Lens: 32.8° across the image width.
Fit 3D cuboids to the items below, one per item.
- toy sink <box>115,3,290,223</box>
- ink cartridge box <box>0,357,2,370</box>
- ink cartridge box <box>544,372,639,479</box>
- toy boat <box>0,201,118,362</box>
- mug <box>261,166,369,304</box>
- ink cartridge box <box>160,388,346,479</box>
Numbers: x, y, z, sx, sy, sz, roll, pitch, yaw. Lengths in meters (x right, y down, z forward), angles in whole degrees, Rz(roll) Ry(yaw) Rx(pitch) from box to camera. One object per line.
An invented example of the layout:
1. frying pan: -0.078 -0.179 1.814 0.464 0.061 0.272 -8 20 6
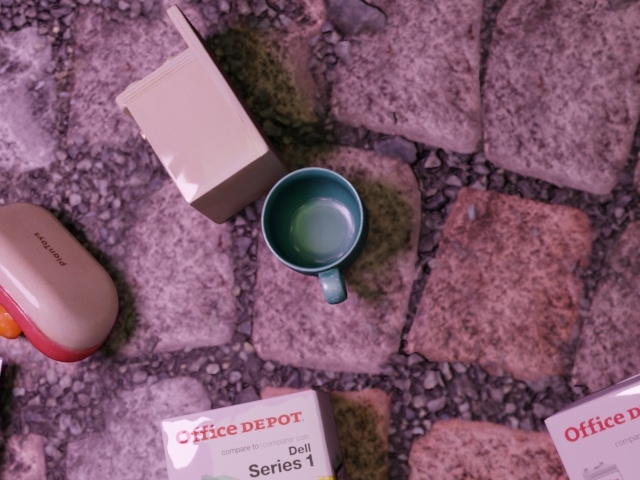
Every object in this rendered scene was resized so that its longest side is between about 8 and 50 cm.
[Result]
1. toy sink: -0.163 -0.156 1.396 0.131 0.153 0.234 -33 79 2
2. ink cartridge box: -0.523 0.245 1.436 0.208 0.045 0.206 6 81 10
3. ink cartridge box: 0.407 0.286 1.217 0.207 0.117 0.283 -31 76 34
4. toy boat: -0.377 0.071 1.413 0.231 0.151 0.151 45 120 13
5. mug: -0.007 -0.006 1.375 0.129 0.097 0.158 16 84 10
6. ink cartridge box: -0.068 0.332 1.318 0.201 0.117 0.278 -12 79 6
